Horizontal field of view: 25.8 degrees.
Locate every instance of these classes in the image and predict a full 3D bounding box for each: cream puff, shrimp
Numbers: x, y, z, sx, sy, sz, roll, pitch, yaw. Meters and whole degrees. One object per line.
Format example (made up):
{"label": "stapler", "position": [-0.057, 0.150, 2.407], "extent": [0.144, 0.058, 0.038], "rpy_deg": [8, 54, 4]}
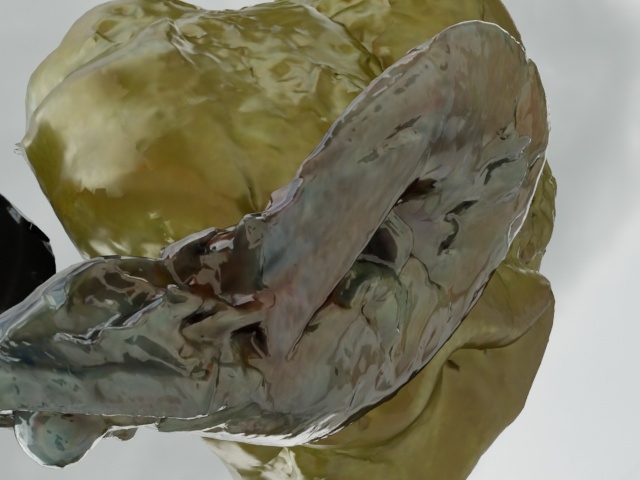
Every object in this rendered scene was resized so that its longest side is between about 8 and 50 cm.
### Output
{"label": "cream puff", "position": [0.016, -0.009, 0.722], "extent": [0.270, 0.274, 0.323], "rpy_deg": [-35, -54, -4]}
{"label": "shrimp", "position": [0.000, 0.000, 0.458], "extent": [0.317, 0.062, 0.164], "rpy_deg": [-9, -53, -59]}

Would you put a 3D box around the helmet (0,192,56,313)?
{"label": "helmet", "position": [-0.265, 0.059, 0.656], "extent": [0.279, 0.230, 0.160], "rpy_deg": [-47, -61, -11]}
